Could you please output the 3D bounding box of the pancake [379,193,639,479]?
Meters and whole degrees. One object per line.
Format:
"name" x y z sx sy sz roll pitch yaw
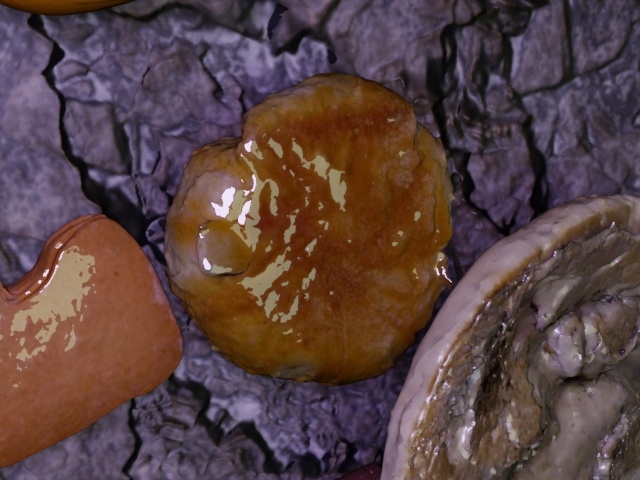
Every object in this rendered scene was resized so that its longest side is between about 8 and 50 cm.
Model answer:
"pancake" 0.169 0.140 1.184 0.387 0.082 0.386 -23 124 -40

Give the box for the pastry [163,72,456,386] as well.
"pastry" 0.000 0.000 1.079 0.218 0.100 0.229 -33 113 -22

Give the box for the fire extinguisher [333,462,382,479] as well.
"fire extinguisher" -0.010 0.209 1.173 0.132 0.039 0.056 -21 105 -22

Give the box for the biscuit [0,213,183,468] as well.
"biscuit" -0.194 0.049 1.024 0.192 0.036 0.186 -28 115 -21

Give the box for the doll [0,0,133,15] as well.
"doll" -0.139 -0.250 0.879 0.213 0.213 0.236 -24 101 -21
